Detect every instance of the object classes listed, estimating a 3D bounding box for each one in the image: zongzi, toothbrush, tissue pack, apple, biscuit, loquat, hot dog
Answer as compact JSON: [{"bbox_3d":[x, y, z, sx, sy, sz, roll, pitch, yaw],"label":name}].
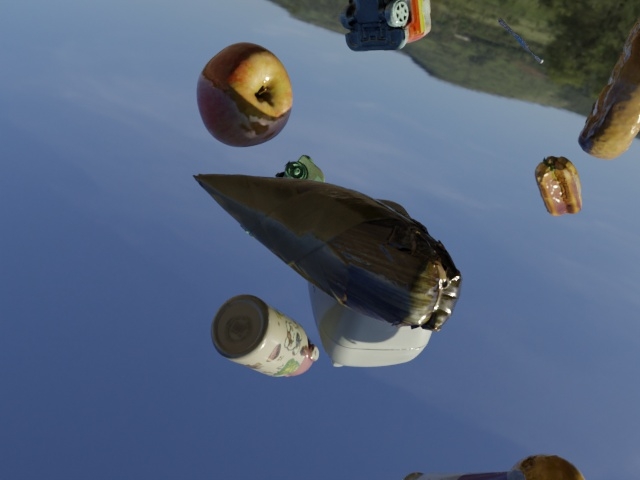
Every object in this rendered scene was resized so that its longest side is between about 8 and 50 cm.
[{"bbox_3d":[0.000,0.000,0.893,0.317,0.154,0.289,17,-174,-25],"label":"zongzi"},{"bbox_3d":[0.502,-0.504,1.696,0.162,0.014,0.017,50,-140,13],"label":"toothbrush"},{"bbox_3d":[0.090,0.091,1.337,0.229,0.236,0.333,3,-141,-12],"label":"tissue pack"},{"bbox_3d":[-0.156,-0.293,1.381,0.209,0.210,0.164,-1,-173,-39],"label":"apple"},{"bbox_3d":[0.533,-0.272,1.129,0.101,0.297,0.296,24,-157,14],"label":"biscuit"},{"bbox_3d":[0.365,0.418,1.103,0.141,0.141,0.141,16,-158,-7],"label":"loquat"},{"bbox_3d":[0.612,-0.146,1.730,0.250,0.104,0.076,46,-141,-47],"label":"hot dog"}]

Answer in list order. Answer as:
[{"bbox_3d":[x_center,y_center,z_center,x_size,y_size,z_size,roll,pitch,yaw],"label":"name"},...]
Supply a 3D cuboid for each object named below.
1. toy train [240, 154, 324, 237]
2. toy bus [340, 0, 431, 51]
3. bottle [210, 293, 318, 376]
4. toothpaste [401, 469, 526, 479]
[{"bbox_3d":[-0.107,-0.127,2.103,0.159,0.326,0.129,42,155,-10],"label":"toy train"},{"bbox_3d":[0.098,-0.429,1.023,0.119,0.265,0.121,-24,-154,-39],"label":"toy bus"},{"bbox_3d":[-0.089,0.186,1.237,0.120,0.120,0.253,33,176,31],"label":"bottle"},{"bbox_3d":[0.189,0.350,0.884,0.073,0.114,0.299,-1,166,-17],"label":"toothpaste"}]
